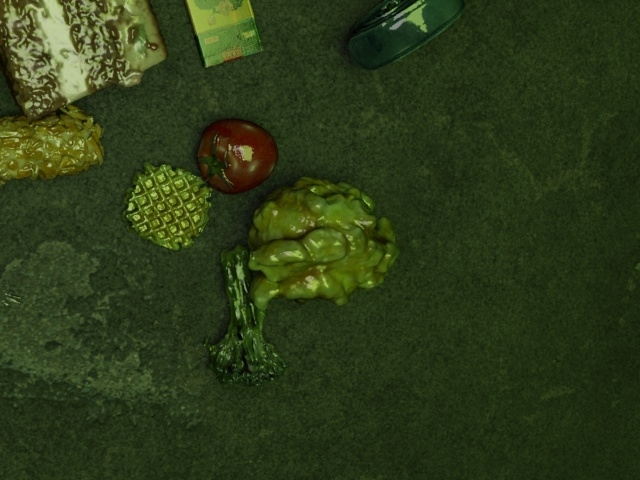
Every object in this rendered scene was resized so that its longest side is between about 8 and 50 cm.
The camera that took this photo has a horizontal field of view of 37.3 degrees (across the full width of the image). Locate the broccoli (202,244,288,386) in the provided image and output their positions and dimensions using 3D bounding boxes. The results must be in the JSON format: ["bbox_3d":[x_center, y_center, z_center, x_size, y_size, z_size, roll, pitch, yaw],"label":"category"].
[{"bbox_3d":[-0.166,0.161,2.018,0.164,0.145,0.304,-7,90,-22],"label":"broccoli"}]

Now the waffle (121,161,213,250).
[{"bbox_3d":[-0.316,-0.073,1.963,0.183,0.036,0.169,22,89,-23],"label":"waffle"}]

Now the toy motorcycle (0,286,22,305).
[{"bbox_3d":[-0.740,0.006,1.776,0.401,0.134,0.207,29,90,-20],"label":"toy motorcycle"}]

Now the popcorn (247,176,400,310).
[{"bbox_3d":[-0.009,-0.002,1.955,0.335,0.279,0.274,13,135,-22],"label":"popcorn"}]

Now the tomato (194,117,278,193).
[{"bbox_3d":[-0.166,-0.178,1.941,0.167,0.167,0.167,-4,101,-19],"label":"tomato"}]

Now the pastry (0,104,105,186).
[{"bbox_3d":[-0.532,-0.190,1.824,0.249,0.102,0.154,-15,113,-19],"label":"pastry"}]

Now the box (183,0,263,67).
[{"bbox_3d":[-0.209,-0.482,1.926,0.132,0.034,0.235,-21,106,-15],"label":"box"}]

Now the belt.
[{"bbox_3d":[0.176,-0.453,1.977,0.267,0.206,0.116,-36,110,0],"label":"belt"}]

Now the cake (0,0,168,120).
[{"bbox_3d":[-0.464,-0.393,1.731,0.290,0.282,0.256,-24,113,-18],"label":"cake"}]
